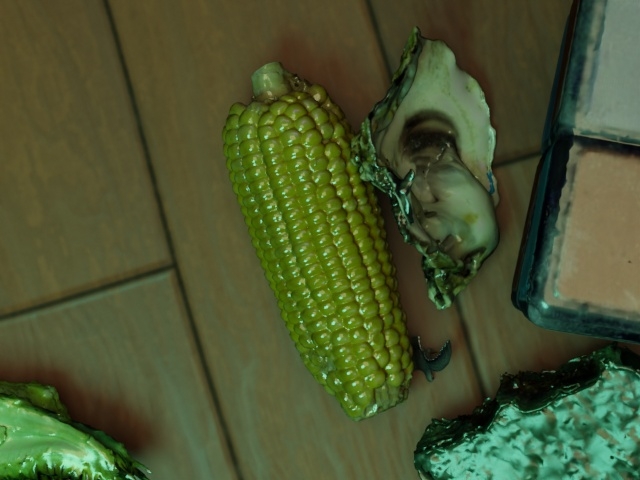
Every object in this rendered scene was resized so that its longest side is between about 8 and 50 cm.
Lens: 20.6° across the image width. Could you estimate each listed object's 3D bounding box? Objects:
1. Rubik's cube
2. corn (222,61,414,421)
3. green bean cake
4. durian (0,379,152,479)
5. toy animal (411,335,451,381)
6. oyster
[{"bbox_3d":[0.350,-0.055,1.547,0.316,0.313,0.318,10,89,4],"label":"Rubik's cube"},{"bbox_3d":[0.000,0.000,1.663,0.130,0.130,0.347,-18,86,3],"label":"corn"},{"bbox_3d":[0.215,0.171,1.634,0.193,0.107,0.208,33,109,6],"label":"green bean cake"},{"bbox_3d":[-0.308,0.196,1.691,0.375,0.106,0.132,10,87,5],"label":"durian"},{"bbox_3d":[0.099,0.115,1.703,0.084,0.050,0.028,-10,51,38],"label":"toy animal"},{"bbox_3d":[0.101,-0.073,1.653,0.083,0.214,0.223,-5,54,33],"label":"oyster"}]
